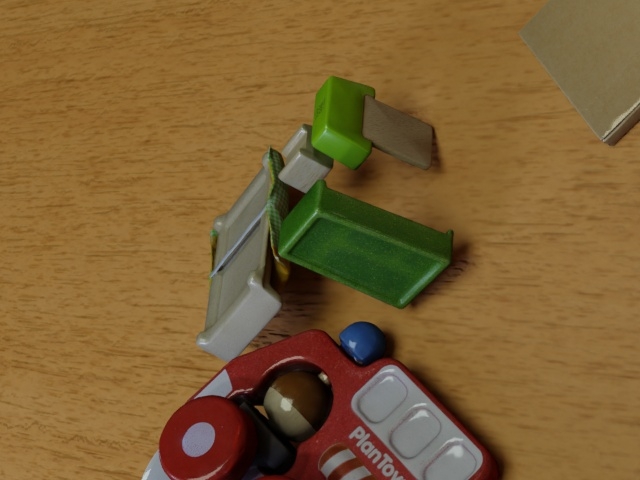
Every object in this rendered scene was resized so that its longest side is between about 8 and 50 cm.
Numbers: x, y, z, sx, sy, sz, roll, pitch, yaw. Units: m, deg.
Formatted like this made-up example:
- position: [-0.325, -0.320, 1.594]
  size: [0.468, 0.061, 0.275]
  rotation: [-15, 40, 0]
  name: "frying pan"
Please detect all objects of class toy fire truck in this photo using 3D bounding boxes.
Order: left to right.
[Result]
- position: [0.003, 0.213, 1.364]
  size: [0.254, 0.169, 0.302]
  rotation: [-42, 50, -3]
  name: "toy fire truck"

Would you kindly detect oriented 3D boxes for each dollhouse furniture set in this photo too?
- position: [0.000, 0.000, 1.470]
  size: [0.301, 0.151, 0.197]
  rotation: [-48, 28, 44]
  name: "dollhouse furniture set"

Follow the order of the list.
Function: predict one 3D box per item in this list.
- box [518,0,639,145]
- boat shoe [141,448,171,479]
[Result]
- position: [0.297, -0.214, 1.282]
  size: [0.201, 0.021, 0.164]
  rotation: [-47, 52, 24]
  name: "box"
- position: [-0.156, 0.347, 1.503]
  size: [0.088, 0.096, 0.267]
  rotation: [126, 144, -82]
  name: "boat shoe"
